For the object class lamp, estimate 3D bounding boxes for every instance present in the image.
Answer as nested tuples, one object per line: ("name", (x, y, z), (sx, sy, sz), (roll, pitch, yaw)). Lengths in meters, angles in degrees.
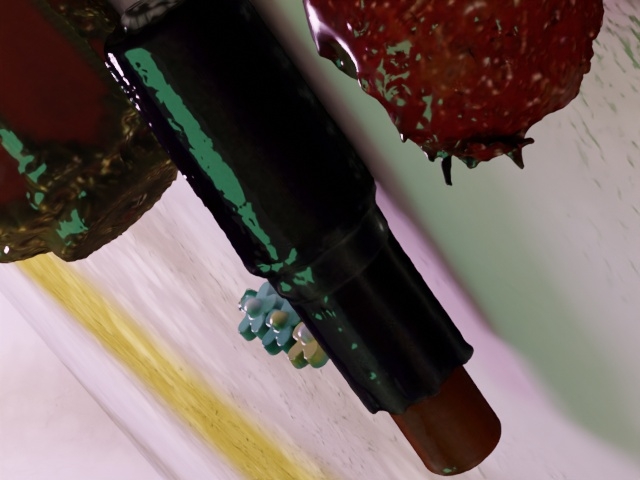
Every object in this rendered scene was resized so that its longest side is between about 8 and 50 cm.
("lamp", (-0.210, -0.111, 0.939), (0.274, 0.177, 0.177), (45, 164, 4))

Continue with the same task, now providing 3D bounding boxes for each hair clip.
("hair clip", (-0.021, 0.061, 1.051), (0.049, 0.049, 0.173), (54, 165, -20))

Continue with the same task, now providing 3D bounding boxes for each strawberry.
("strawberry", (0.044, -0.078, 0.469), (0.106, 0.106, 0.106), (44, 164, 16))

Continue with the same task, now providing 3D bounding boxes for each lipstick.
("lipstick", (0.000, 0.000, 0.778), (0.300, 0.081, 0.081), (56, 163, -21))
